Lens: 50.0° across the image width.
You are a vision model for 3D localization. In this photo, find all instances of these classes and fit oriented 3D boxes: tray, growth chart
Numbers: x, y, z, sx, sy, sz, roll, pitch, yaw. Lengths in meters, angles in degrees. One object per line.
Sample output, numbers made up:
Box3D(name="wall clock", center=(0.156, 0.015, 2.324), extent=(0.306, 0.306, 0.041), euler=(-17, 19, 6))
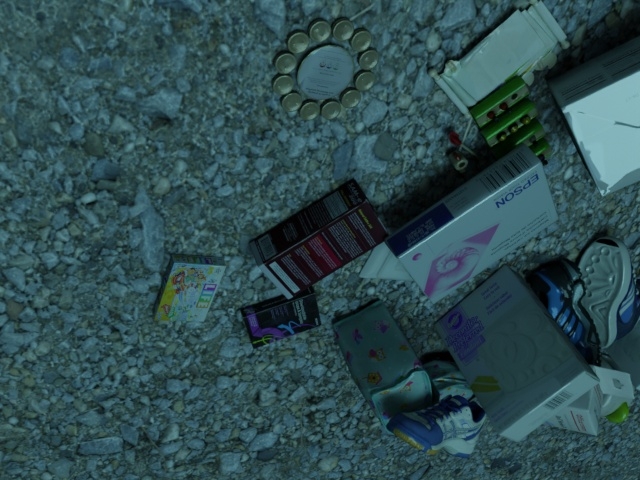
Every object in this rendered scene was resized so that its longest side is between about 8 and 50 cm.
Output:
Box3D(name="tray", center=(0.229, 0.044, 1.508), extent=(0.270, 0.030, 0.145), euler=(5, 127, -29))
Box3D(name="growth chart", center=(0.322, -0.316, 1.216), extent=(0.237, 0.021, 0.172), euler=(-37, 136, 11))

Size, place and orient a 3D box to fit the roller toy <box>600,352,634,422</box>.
Box3D(name="roller toy", center=(0.802, 0.423, 2.025), extent=(0.146, 0.209, 0.191), euler=(13, 85, -34))

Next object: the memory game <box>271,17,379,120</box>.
Box3D(name="memory game", center=(0.009, -0.274, 1.115), extent=(0.186, 0.012, 0.186), euler=(-14, 136, -14))

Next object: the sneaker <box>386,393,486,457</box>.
Box3D(name="sneaker", center=(0.256, 0.388, 1.498), extent=(0.296, 0.112, 0.131), euler=(23, 95, -48))

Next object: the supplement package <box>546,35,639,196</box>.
Box3D(name="supplement package", center=(0.580, -0.242, 1.236), extent=(0.262, 0.145, 0.204), euler=(-25, 116, 19))

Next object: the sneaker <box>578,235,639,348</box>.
Box3D(name="sneaker", center=(0.773, 0.106, 1.783), extent=(0.236, 0.130, 0.322), euler=(-25, 121, -38))

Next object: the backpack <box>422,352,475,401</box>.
Box3D(name="backpack", center=(0.333, 0.373, 1.808), extent=(0.182, 0.115, 0.152), euler=(15, 125, -33))

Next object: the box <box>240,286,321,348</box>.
Box3D(name="box", center=(-0.082, 0.166, 1.479), extent=(0.162, 0.029, 0.116), euler=(-20, 136, -9))

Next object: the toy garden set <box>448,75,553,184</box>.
Box3D(name="toy garden set", center=(0.341, -0.170, 1.329), extent=(0.204, 0.049, 0.244), euler=(-35, 141, 10))

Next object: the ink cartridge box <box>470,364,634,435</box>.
Box3D(name="ink cartridge box", center=(0.576, 0.381, 1.702), extent=(0.353, 0.119, 0.207), euler=(4, 152, 31))

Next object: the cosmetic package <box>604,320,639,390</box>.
Box3D(name="cosmetic package", center=(0.921, 0.270, 1.907), extent=(0.138, 0.224, 0.224), euler=(23, 118, -39))

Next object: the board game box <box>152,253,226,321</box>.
Box3D(name="board game box", center=(-0.256, 0.094, 1.330), extent=(0.103, 0.026, 0.154), euler=(5, 129, -29))

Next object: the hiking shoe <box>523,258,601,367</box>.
Box3D(name="hiking shoe", center=(0.602, 0.201, 1.711), extent=(0.132, 0.113, 0.304), euler=(-16, 94, 5))

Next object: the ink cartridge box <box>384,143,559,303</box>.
Box3D(name="ink cartridge box", center=(0.330, -0.004, 1.416), extent=(0.324, 0.071, 0.330), euler=(-36, 142, 7))

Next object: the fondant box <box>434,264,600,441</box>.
Box3D(name="fondant box", center=(0.441, 0.256, 1.590), extent=(0.238, 0.330, 0.096), euler=(-44, 133, 18))

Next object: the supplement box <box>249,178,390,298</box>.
Box3D(name="supplement box", center=(0.000, 0.000, 1.327), extent=(0.239, 0.073, 0.130), euler=(-31, 137, 5))

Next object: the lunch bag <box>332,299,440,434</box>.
Box3D(name="lunch bag", center=(0.158, 0.305, 1.581), extent=(0.160, 0.223, 0.262), euler=(-28, 137, -3))
